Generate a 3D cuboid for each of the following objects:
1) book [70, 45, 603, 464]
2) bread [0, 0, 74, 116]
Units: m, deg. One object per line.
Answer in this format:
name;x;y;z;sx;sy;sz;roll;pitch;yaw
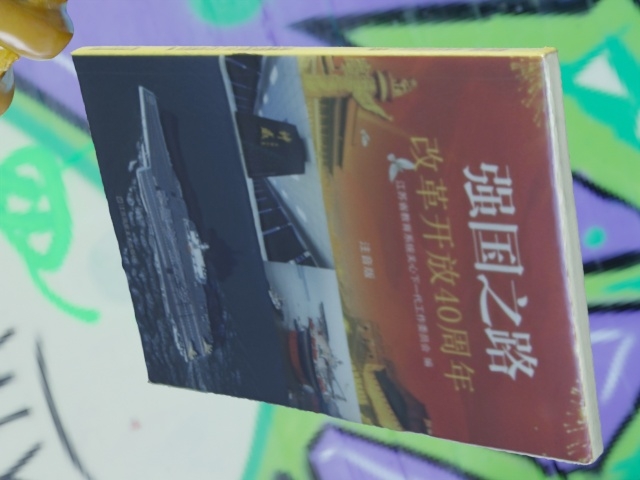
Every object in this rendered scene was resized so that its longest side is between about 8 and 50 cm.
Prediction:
book;0.000;0.000;0.943;0.374;0.028;0.262;6;116;37
bread;-0.144;-0.129;0.625;0.084;0.177;0.119;37;-177;42
